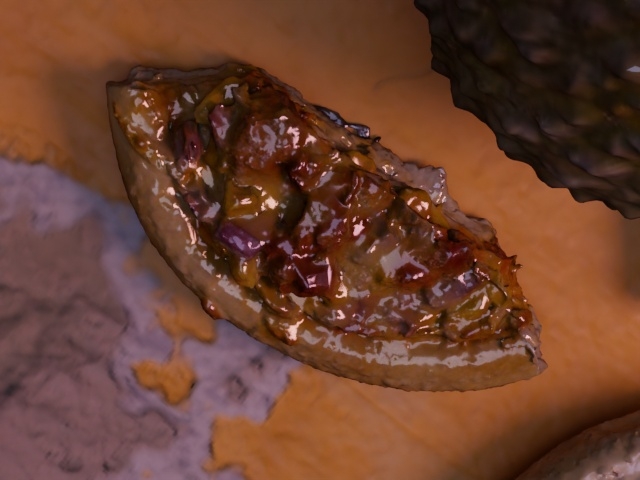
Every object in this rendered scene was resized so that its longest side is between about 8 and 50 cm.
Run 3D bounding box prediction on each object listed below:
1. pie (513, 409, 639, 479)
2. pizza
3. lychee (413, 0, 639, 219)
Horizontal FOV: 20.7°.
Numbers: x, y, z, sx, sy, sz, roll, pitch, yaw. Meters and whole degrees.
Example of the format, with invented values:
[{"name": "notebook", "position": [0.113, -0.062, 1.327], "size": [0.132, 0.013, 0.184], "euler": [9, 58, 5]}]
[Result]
[{"name": "pie", "position": [0.185, 0.231, 0.880], "size": [0.337, 0.075, 0.338], "euler": [1, 104, 3]}, {"name": "pizza", "position": [0.001, 0.000, 0.825], "size": [0.127, 0.058, 0.246], "euler": [-44, 103, 7]}, {"name": "lychee", "position": [0.165, -0.123, 0.711], "size": [0.255, 0.274, 0.255], "euler": [-15, 130, -19]}]
